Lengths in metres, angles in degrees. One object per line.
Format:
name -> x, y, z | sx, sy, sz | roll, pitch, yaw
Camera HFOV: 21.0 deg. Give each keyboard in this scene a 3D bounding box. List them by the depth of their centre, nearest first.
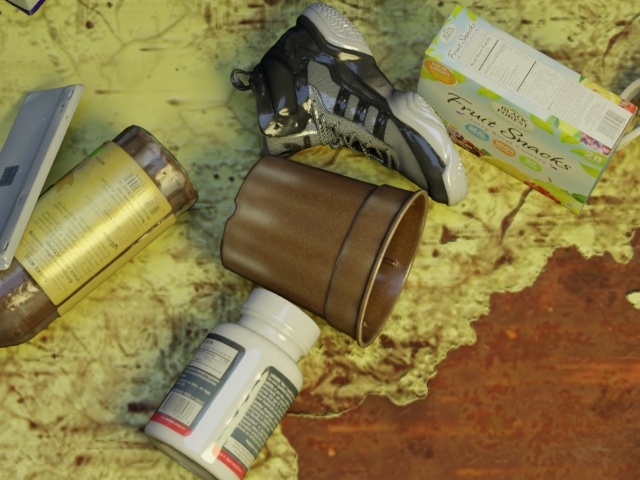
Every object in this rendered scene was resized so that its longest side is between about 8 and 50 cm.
keyboard -> -0.303, -0.065, 1.727 | 0.072, 0.014, 0.256 | -11, 43, 28

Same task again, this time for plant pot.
plant pot -> 0.000, 0.000, 1.709 | 0.165, 0.167, 0.167 | 21, 73, 14

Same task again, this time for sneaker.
sneaker -> 0.024, -0.110, 1.770 | 0.153, 0.101, 0.268 | -36, 71, -11

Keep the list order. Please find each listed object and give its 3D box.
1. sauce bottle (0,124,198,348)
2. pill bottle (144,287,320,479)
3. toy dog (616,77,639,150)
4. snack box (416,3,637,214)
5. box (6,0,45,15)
sauce bottle -> -0.282, 0.026, 1.711 | 0.344, 0.111, 0.111 | -39, 78, -13
pill bottle -> -0.080, 0.142, 1.682 | 0.108, 0.108, 0.180 | 32, 75, 8
toy dog -> 0.456, -0.185, 1.773 | 0.161, 0.220, 0.334 | 33, 81, -24
snack box -> 0.200, -0.129, 1.737 | 0.207, 0.174, 0.070 | 30, 73, 7
box -> -0.339, -0.316, 1.802 | 0.126, 0.137, 0.072 | 33, 76, 8
